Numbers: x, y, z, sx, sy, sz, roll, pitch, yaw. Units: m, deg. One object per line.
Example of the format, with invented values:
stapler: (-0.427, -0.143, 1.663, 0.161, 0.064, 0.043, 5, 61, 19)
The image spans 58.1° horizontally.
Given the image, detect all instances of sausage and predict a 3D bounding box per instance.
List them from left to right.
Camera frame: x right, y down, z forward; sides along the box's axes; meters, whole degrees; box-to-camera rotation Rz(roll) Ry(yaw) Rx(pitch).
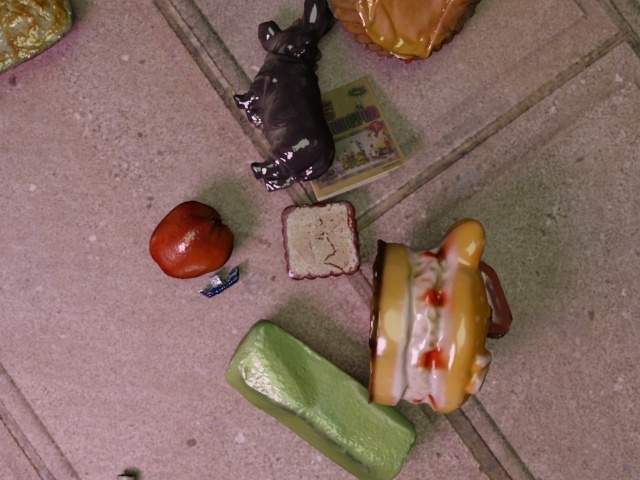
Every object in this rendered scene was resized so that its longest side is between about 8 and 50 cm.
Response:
sausage: (0.287, 0.104, 1.010, 0.076, 0.076, 0.141, -23, 87, -1)

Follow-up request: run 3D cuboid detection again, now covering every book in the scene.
book: (0.040, -0.182, 1.026, 0.168, 0.013, 0.192, -22, 73, 0)

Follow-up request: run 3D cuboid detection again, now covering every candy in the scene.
candy: (-0.001, 0.277, 0.977, 0.343, 0.142, 0.132, 36, 73, -1)

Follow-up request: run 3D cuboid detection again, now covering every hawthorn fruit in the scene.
hawthorn fruit: (-0.223, 0.006, 0.985, 0.138, 0.133, 0.133, -35, 88, 8)

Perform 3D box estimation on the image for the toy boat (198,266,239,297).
toy boat: (-0.181, 0.073, 1.029, 0.083, 0.038, 0.038, -33, 88, -1)

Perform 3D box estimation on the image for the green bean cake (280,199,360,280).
green bean cake: (0.000, 0.000, 1.021, 0.135, 0.056, 0.135, -6, 89, 0)

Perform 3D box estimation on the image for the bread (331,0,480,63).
bread: (0.155, -0.433, 0.961, 0.274, 0.149, 0.274, -4, 117, -8)

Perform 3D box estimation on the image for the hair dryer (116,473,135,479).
hair dryer: (-0.403, 0.484, 1.021, 0.199, 0.067, 0.167, 13, 79, 15)

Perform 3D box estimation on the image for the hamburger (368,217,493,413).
hamburger: (0.173, 0.115, 0.908, 0.186, 0.261, 0.303, 1, 85, 8)

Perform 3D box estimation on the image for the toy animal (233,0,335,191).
toy animal: (-0.060, -0.260, 0.993, 0.168, 0.106, 0.343, -4, 77, 14)

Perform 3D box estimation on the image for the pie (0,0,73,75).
pie: (-0.560, -0.383, 1.021, 0.248, 0.090, 0.201, -29, 78, -1)
